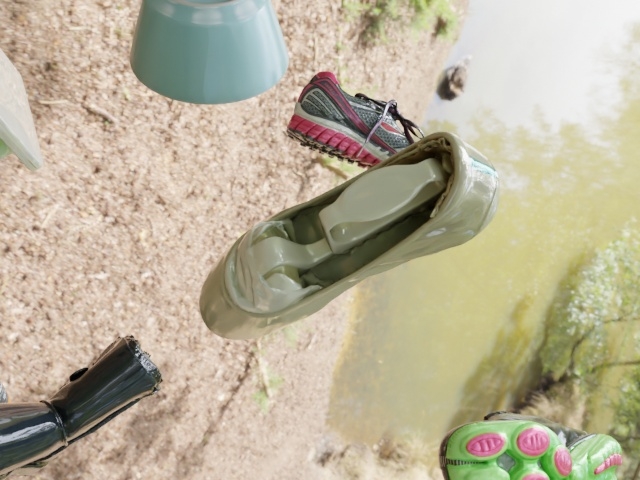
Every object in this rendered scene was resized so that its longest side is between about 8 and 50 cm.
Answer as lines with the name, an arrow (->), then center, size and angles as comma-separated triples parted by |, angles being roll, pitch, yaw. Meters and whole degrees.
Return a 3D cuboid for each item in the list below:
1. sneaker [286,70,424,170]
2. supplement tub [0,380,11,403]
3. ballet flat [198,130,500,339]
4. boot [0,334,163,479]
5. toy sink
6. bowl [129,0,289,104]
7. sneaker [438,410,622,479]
sneaker -> 0.104, -0.155, 0.939 | 0.299, 0.121, 0.111 | 21, 89, -17
supplement tub -> -0.613, 0.273, 1.078 | 0.106, 0.106, 0.197 | -37, 134, -38
ballet flat -> 0.000, 0.000, 0.424 | 0.249, 0.086, 0.086 | -28, 148, 17
boot -> -0.299, 0.185, 0.715 | 0.207, 0.094, 0.246 | -36, 165, -12
toy sink -> -0.436, -0.166, 0.710 | 0.131, 0.234, 0.152 | -30, 141, -6
bowl -> -0.212, -0.415, 1.162 | 0.311, 0.312, 0.163 | -44, 156, -32
sneaker -> 0.323, 0.376, 1.005 | 0.483, 0.202, 0.185 | 24, 74, -43
